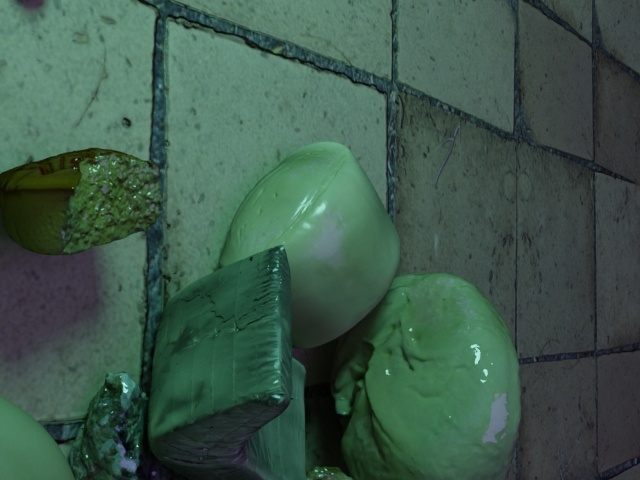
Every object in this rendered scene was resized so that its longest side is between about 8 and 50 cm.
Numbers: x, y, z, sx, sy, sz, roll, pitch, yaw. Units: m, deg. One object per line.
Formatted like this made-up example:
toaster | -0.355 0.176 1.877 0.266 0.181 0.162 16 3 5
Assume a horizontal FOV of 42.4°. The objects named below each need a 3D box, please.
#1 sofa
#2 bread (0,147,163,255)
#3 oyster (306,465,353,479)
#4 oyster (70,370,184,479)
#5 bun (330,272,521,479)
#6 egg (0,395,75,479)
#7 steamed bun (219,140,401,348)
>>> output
sofa | -0.058 0.160 0.895 0.225 0.176 0.210 48 27 -37
bread | -0.232 -0.041 0.764 0.156 0.125 0.086 -31 121 -61
oyster | -0.069 0.335 0.993 0.233 0.107 0.161 -16 90 -39
oyster | -0.196 0.230 0.852 0.177 0.064 0.125 62 38 -29
bun | 0.121 0.216 1.112 0.213 0.361 0.361 10 77 -8
egg | -0.292 0.199 0.617 0.241 0.186 0.186 52 49 -36
steamed bun | 0.000 0.000 1.046 0.200 0.155 0.250 60 42 -32
